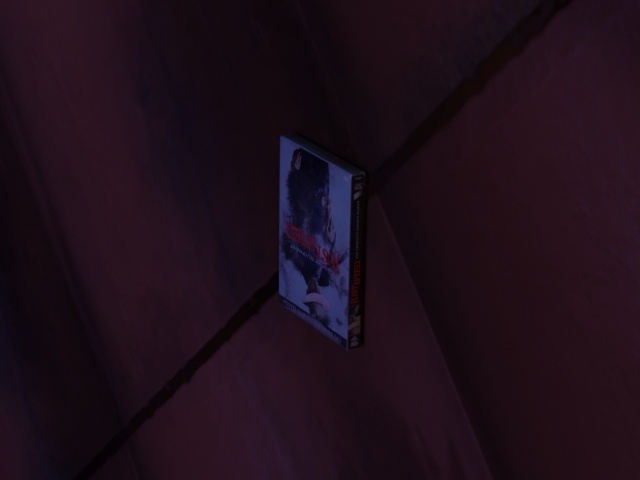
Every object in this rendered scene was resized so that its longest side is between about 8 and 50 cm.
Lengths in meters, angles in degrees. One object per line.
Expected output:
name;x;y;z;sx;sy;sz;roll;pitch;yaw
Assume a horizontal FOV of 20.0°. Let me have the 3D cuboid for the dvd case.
dvd case;0.000;0.000;1.156;0.087;0.013;0.119;33;129;51
